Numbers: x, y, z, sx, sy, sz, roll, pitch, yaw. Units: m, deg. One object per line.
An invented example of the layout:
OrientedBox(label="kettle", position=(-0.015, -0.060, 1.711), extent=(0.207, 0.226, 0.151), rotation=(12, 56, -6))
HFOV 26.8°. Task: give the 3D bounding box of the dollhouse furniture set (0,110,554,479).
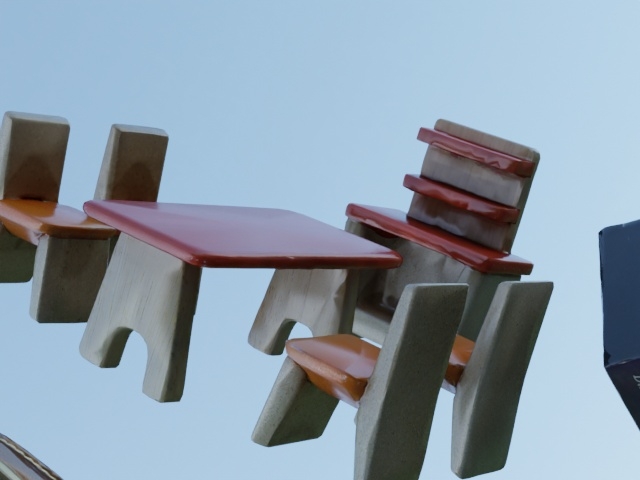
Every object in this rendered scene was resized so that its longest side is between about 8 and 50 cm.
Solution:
OrientedBox(label="dollhouse furniture set", position=(0.000, 0.000, 0.672), extent=(0.259, 0.262, 0.135), rotation=(2, -73, -53))

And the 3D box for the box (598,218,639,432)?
OrientedBox(label="box", position=(0.267, 0.090, 0.640), extent=(0.184, 0.103, 0.261), rotation=(-20, -55, 23))

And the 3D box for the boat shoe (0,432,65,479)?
OrientedBox(label="boat shoe", position=(-0.080, 0.132, 0.478), extent=(0.064, 0.060, 0.178), rotation=(-29, -70, 20))
